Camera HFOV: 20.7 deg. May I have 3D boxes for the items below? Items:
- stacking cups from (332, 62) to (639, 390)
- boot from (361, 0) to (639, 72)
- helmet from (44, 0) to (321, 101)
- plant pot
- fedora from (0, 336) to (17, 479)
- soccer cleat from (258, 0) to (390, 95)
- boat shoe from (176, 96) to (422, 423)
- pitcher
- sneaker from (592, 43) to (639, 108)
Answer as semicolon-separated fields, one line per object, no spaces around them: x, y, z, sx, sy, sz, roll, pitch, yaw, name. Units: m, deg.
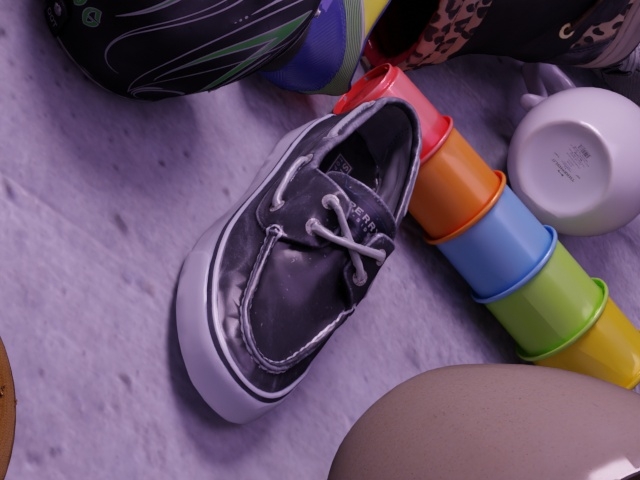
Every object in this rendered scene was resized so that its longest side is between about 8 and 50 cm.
0.137;-0.008;1.362;0.316;0.096;0.096;51;36;-17;stacking cups
0.181;-0.296;1.394;0.284;0.377;0.138;-12;43;-38;boot
-0.080;-0.176;1.131;0.169;0.161;0.169;31;46;-38;helmet
0.110;0.185;1.088;0.284;0.284;0.191;19;21;-46;plant pot
-0.234;0.070;0.842;0.194;0.079;0.194;37;36;-33;fedora
0.021;-0.244;1.292;0.121;0.093;0.289;24;82;-47;soccer cleat
0.000;0.000;1.171;0.108;0.102;0.301;52;36;-16;boat shoe
0.220;-0.089;1.520;0.178;0.125;0.207;46;22;11;pitcher
0.245;-0.193;1.653;0.225;0.088;0.092;41;60;-28;sneaker
